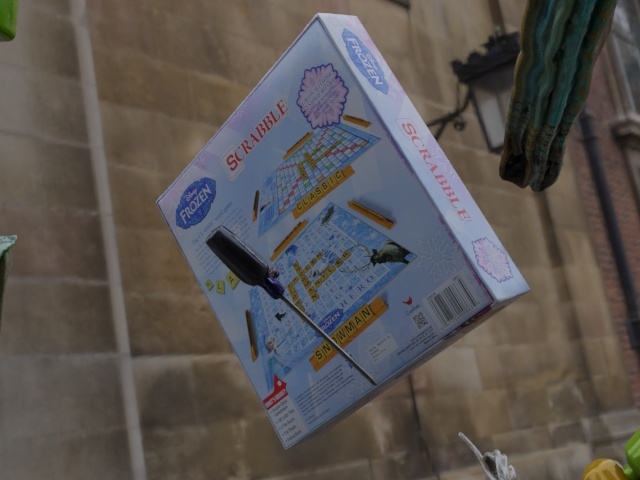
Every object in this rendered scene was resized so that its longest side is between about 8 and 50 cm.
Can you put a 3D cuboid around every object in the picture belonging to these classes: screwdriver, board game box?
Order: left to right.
[{"bbox_3d":[-0.020,0.051,0.695,0.024,0.170,0.025,-47,9,-6],"label":"screwdriver"},{"bbox_3d":[0.000,0.000,0.930,0.065,0.318,0.318,-12,-23,-49],"label":"board game box"}]

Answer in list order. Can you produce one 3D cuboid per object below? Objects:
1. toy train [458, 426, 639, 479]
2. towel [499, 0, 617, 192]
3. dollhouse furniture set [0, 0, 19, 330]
[{"bbox_3d":[0.215,0.192,0.708,0.143,0.248,0.105,-49,-43,14],"label":"toy train"},{"bbox_3d":[0.132,-0.190,0.318,0.040,0.272,0.370,22,-12,13],"label":"towel"},{"bbox_3d":[-0.273,-0.004,0.447,0.197,0.302,0.151,5,-1,9],"label":"dollhouse furniture set"}]
